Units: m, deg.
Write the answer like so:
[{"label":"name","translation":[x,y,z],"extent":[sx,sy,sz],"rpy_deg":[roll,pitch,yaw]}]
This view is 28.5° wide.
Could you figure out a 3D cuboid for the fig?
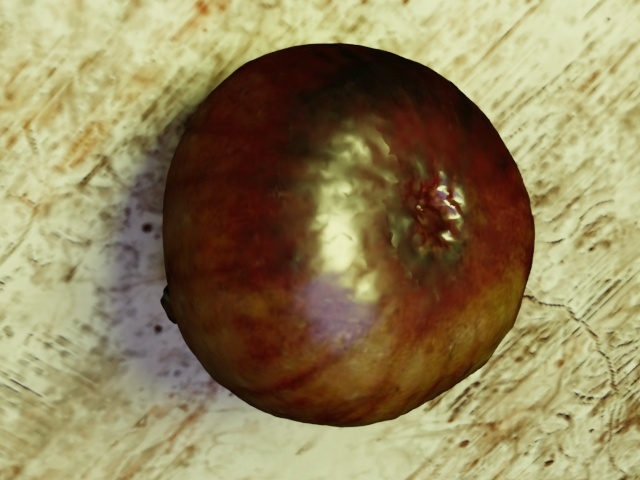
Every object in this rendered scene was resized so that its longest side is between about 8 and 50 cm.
[{"label":"fig","translation":[0.012,-0.005,0.766],"extent":[0.235,0.214,0.234],"rpy_deg":[-1,95,-12]}]
